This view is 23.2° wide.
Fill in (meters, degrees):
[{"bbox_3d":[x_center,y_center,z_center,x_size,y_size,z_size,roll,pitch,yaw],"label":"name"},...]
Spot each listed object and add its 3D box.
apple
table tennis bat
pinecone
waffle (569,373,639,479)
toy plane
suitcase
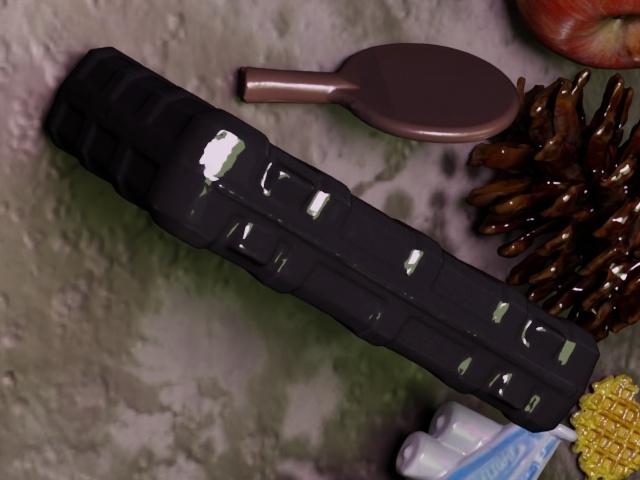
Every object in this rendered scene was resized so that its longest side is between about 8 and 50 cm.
[{"bbox_3d":[0.197,-0.181,0.974,0.146,0.146,0.131,23,64,-32],"label":"apple"},{"bbox_3d":[0.042,-0.131,0.901,0.170,0.107,0.119,0,126,-10],"label":"table tennis bat"},{"bbox_3d":[0.168,-0.032,0.985,0.163,0.163,0.165,-44,94,-17],"label":"pinecone"},{"bbox_3d":[0.212,0.135,1.119,0.078,0.016,0.085,-37,115,-20],"label":"waffle"},{"bbox_3d":[0.093,0.235,0.988,0.267,0.122,0.267,2,82,-17],"label":"toy plane"},{"bbox_3d":[0.000,-0.001,0.855,0.285,0.206,0.066,30,92,-32],"label":"suitcase"}]
